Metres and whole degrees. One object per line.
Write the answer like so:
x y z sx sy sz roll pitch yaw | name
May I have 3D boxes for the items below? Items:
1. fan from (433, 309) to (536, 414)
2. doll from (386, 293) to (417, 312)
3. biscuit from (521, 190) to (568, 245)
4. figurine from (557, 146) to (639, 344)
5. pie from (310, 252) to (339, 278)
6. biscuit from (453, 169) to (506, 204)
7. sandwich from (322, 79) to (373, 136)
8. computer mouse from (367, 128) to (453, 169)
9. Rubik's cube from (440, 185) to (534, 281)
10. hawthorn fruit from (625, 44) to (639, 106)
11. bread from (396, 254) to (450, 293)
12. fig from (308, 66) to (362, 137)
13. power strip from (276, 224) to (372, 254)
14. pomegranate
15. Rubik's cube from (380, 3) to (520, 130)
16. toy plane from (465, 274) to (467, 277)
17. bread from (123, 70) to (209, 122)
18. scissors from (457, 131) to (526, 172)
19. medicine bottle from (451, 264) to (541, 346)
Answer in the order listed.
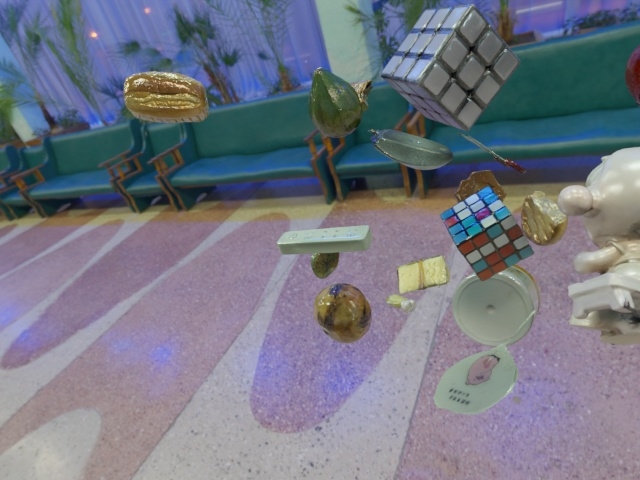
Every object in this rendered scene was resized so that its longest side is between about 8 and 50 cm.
0.353 0.234 0.828 0.310 0.010 0.182 -37 8 -24 | fan
0.389 0.303 1.964 0.106 0.062 0.163 -11 14 -31 | doll
1.034 -0.090 1.899 0.091 0.213 0.274 -3 44 -8 | biscuit
0.373 -0.014 0.485 0.182 0.144 0.256 11 71 12 | figurine
0.024 0.089 1.919 0.041 0.186 0.187 12 42 41 | pie
0.630 -0.176 1.649 0.215 0.182 0.034 -35 -1 -3 | biscuit
0.114 -0.563 1.739 0.212 0.063 0.244 16 81 50 | sandwich
0.225 -0.230 1.059 0.229 0.068 0.113 20 33 14 | computer mouse
0.430 -0.019 1.066 0.151 0.155 0.154 -34 30 19 | Rubik's cube
0.991 -0.500 1.150 0.216 0.249 0.215 -14 1 0 | hawthorn fruit
0.526 0.183 2.094 0.266 0.142 0.177 -16 67 26 | bread
0.029 -0.318 0.920 0.124 0.156 0.123 -6 54 9 | fig
0.000 0.000 1.520 0.386 0.062 0.091 -3 36 26 | power strip
0.112 0.374 2.112 0.323 0.321 0.322 -13 31 8 | pomegranate
0.463 -0.629 1.493 0.303 0.305 0.301 -55 29 13 | Rubik's cube
0.657 0.189 1.583 0.195 0.077 0.126 1 34 -22 | toy plane
-0.459 -0.428 1.222 0.237 0.139 0.106 -1 0 -10 | bread
0.581 -0.304 1.398 0.017 0.248 0.144 -60 15 16 | scissors
0.563 0.195 1.304 0.238 0.237 0.232 5 6 32 | medicine bottle
